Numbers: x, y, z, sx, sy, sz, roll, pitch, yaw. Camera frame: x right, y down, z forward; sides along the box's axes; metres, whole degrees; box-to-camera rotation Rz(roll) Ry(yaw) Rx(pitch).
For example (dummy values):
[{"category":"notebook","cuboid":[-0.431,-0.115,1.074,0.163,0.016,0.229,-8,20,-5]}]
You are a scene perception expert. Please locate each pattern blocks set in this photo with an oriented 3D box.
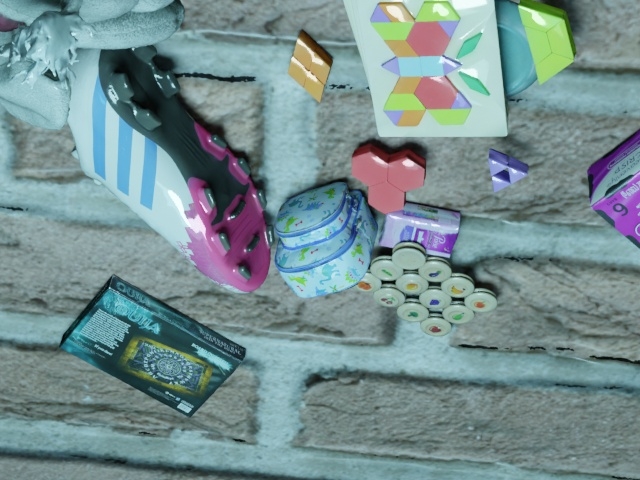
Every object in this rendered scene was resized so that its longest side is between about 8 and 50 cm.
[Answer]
[{"category":"pattern blocks set","cuboid":[0.104,-0.176,1.471,0.285,0.026,0.325,-13,122,26]}]

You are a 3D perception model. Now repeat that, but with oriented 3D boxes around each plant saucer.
[{"category":"plant saucer","cuboid":[0.165,-0.182,1.486,0.119,0.021,0.119,4,130,5]}]

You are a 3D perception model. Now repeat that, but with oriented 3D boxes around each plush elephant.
[{"category":"plush elephant","cuboid":[-0.272,-0.245,1.350,0.255,0.330,0.272,-7,138,36]}]

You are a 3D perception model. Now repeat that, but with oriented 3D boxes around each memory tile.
[{"category":"memory tile","cuboid":[0.114,0.057,1.675,0.148,0.012,0.113,32,137,-27]}]

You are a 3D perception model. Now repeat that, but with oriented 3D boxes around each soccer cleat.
[{"category":"soccer cleat","cuboid":[-0.171,-0.075,1.576,0.143,0.116,0.331,-9,128,35]}]

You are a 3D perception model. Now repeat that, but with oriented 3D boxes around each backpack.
[{"category":"backpack","cuboid":[0.000,0.000,1.599,0.105,0.114,0.084,-17,126,21]}]

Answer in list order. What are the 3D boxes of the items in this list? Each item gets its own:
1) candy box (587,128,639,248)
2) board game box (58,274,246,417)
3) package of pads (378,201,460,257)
[{"category":"candy box","cuboid":[0.410,-0.031,1.549,0.233,0.071,0.159,36,124,-22]},{"category":"board game box","cuboid":[-0.199,0.128,1.789,0.186,0.026,0.126,31,126,-18]},{"category":"package of pads","cuboid":[0.107,-0.012,1.629,0.083,0.032,0.050,11,134,-1]}]
